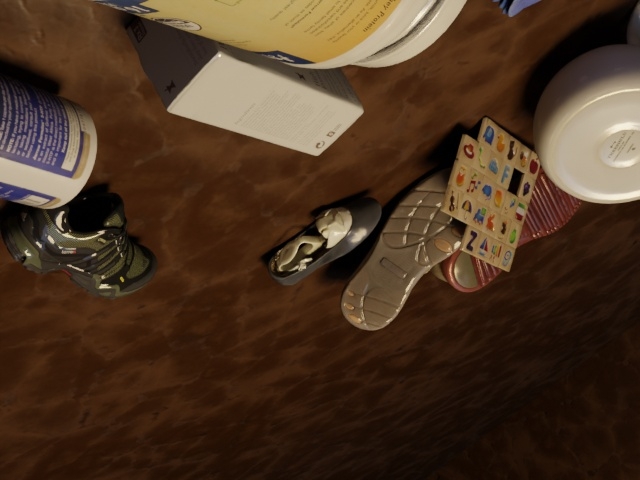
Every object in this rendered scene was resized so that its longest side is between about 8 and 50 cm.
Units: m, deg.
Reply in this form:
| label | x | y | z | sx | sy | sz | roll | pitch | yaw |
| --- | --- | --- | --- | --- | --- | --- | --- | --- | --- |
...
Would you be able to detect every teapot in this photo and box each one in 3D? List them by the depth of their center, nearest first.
| label | x | y | z | sx | sy | sz | roll | pitch | yaw |
| --- | --- | --- | --- | --- | --- | --- | --- | --- | --- |
| teapot | 0.425 | -0.195 | 1.284 | 0.256 | 0.187 | 0.252 | -23 | 130 | 25 |

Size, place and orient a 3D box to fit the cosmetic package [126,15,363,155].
| label | x | y | z | sx | sy | sz | roll | pitch | yaw |
| --- | --- | --- | --- | --- | --- | --- | --- | --- | --- |
| cosmetic package | -0.070 | -0.172 | 0.904 | 0.085 | 0.117 | 0.231 | -43 | 152 | 24 |

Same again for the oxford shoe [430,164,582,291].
| label | x | y | z | sx | sy | sz | roll | pitch | yaw |
| --- | --- | --- | --- | --- | --- | --- | --- | --- | --- |
| oxford shoe | 0.320 | -0.053 | 1.529 | 0.348 | 0.130 | 0.123 | -34 | 115 | -15 |

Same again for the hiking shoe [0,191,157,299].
| label | x | y | z | sx | sy | sz | roll | pitch | yaw |
| --- | --- | --- | --- | --- | --- | --- | --- | --- | --- |
| hiking shoe | -0.258 | 0.001 | 1.052 | 0.114 | 0.086 | 0.227 | -36 | 152 | 20 |

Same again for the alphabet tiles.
| label | x | y | z | sx | sy | sz | roll | pitch | yaw |
| --- | --- | --- | --- | --- | --- | --- | --- | --- | --- |
| alphabet tiles | 0.263 | -0.070 | 1.364 | 0.237 | 0.009 | 0.198 | 21 | 85 | -49 |

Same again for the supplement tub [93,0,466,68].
| label | x | y | z | sx | sy | sz | roll | pitch | yaw |
| --- | --- | --- | --- | --- | --- | --- | --- | --- | --- |
| supplement tub | -0.041 | -0.256 | 0.658 | 0.316 | 0.228 | 0.228 | 6 | 137 | -49 |

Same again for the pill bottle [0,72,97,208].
| label | x | y | z | sx | sy | sz | roll | pitch | yaw |
| --- | --- | --- | --- | --- | --- | --- | --- | --- | --- |
| pill bottle | -0.308 | -0.100 | 0.801 | 0.112 | 0.112 | 0.187 | -40 | 152 | 20 |

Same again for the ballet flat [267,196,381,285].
| label | x | y | z | sx | sy | sz | roll | pitch | yaw |
| --- | --- | --- | --- | --- | --- | --- | --- | --- | --- |
| ballet flat | 0.000 | 0.000 | 1.325 | 0.203 | 0.074 | 0.074 | -36 | 153 | 18 |

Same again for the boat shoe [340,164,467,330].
| label | x | y | z | sx | sy | sz | roll | pitch | yaw |
| --- | --- | --- | --- | --- | --- | --- | --- | --- | --- |
| boat shoe | 0.148 | 0.001 | 1.443 | 0.324 | 0.123 | 0.116 | -48 | -178 | 17 |

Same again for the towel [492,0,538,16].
| label | x | y | z | sx | sy | sz | roll | pitch | yaw |
| --- | --- | --- | --- | --- | --- | --- | --- | --- | --- |
| towel | 0.351 | -0.354 | 0.951 | 0.243 | 0.040 | 0.336 | -22 | 175 | -16 |
